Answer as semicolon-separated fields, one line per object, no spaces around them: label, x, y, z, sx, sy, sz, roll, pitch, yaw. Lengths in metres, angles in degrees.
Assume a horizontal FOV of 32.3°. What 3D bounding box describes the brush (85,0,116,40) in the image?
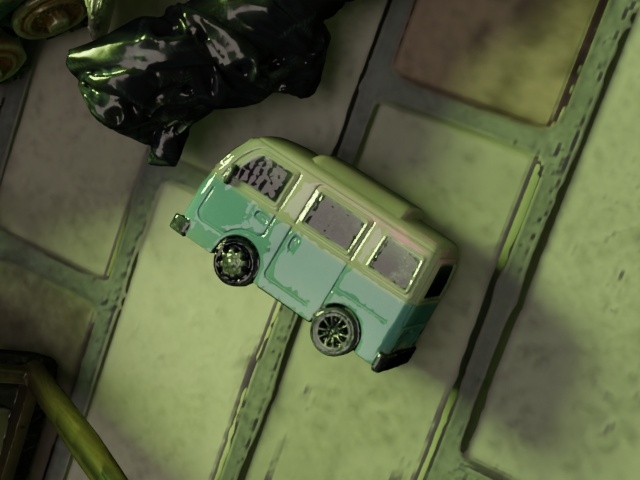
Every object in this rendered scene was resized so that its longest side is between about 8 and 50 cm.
brush;-0.073;-0.232;0.532;0.013;0.103;0.272;16;90;-11

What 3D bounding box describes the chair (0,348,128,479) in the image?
chair;-0.230;0.132;0.568;0.272;0.166;0.188;31;106;54

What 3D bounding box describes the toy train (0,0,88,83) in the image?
toy train;-0.206;-0.117;0.565;0.194;0.125;0.081;-32;76;20

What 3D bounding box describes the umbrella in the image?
umbrella;-0.008;-0.114;0.510;0.224;0.080;0.071;-36;66;10

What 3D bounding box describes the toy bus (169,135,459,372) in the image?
toy bus;0.000;0.000;0.515;0.123;0.060;0.075;34;100;17
